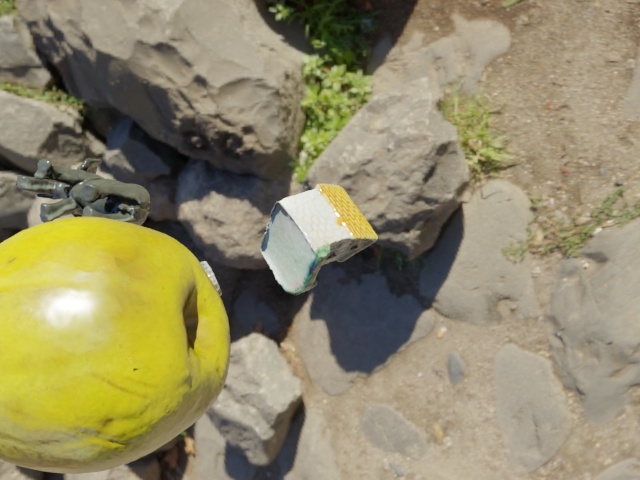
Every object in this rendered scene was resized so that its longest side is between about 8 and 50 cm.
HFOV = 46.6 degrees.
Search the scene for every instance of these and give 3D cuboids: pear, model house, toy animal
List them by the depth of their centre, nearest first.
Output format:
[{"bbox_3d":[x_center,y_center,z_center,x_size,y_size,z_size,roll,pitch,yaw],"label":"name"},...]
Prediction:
[{"bbox_3d":[-0.138,0.058,0.432,0.162,0.149,0.148,-5,94,9],"label":"pear"},{"bbox_3d":[0.000,0.000,0.837,0.087,0.100,0.100,54,143,22],"label":"model house"},{"bbox_3d":[-0.381,-0.066,1.194,0.245,0.146,0.114,27,106,24],"label":"toy animal"}]

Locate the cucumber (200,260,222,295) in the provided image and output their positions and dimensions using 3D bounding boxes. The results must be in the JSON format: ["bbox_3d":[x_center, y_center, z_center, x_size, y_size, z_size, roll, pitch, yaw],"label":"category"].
[{"bbox_3d":[-0.198,0.079,1.060,0.064,0.112,0.064,51,163,23],"label":"cucumber"}]
